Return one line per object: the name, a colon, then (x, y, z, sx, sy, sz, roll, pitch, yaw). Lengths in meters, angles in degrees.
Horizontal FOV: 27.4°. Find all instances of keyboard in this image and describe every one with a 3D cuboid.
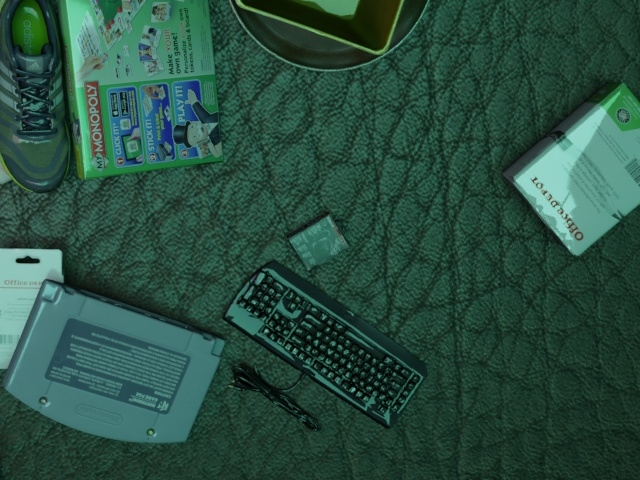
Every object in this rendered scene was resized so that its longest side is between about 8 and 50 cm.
keyboard: (-0.012, 0.191, 2.008, 0.317, 0.033, 0.201, 34, 95, -9)

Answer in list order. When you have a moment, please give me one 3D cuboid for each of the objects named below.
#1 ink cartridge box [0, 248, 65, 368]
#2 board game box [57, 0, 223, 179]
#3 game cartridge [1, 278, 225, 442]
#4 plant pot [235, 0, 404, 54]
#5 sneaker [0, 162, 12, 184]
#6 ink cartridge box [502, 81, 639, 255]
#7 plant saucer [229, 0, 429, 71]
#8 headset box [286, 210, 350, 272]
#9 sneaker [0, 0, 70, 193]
ink cartridge box: (-0.429, 0.096, 1.937, 0.104, 0.060, 0.180, 1, 99, -7)
board game box: (-0.257, -0.257, 1.869, 0.214, 0.046, 0.317, -9, 100, -24)
game cartridge: (-0.306, 0.190, 1.930, 0.294, 0.060, 0.196, 22, 91, -26)
plant pot: (0.012, -0.388, 1.790, 0.212, 0.187, 0.212, 18, 98, -8)
sneaker: (-0.482, -0.141, 1.899, 0.070, 0.051, 0.134, -36, 105, -4)
ink cartridge box: (0.407, -0.108, 1.968, 0.219, 0.092, 0.160, -40, 100, 2)
plant saucer: (0.012, -0.401, 1.907, 0.311, 0.050, 0.310, -1, 98, -6)
headset box: (0.000, 0.000, 1.977, 0.083, 0.032, 0.062, -32, 101, -1)
sneaker: (-0.407, -0.215, 1.827, 0.111, 0.121, 0.299, -8, 87, -16)
